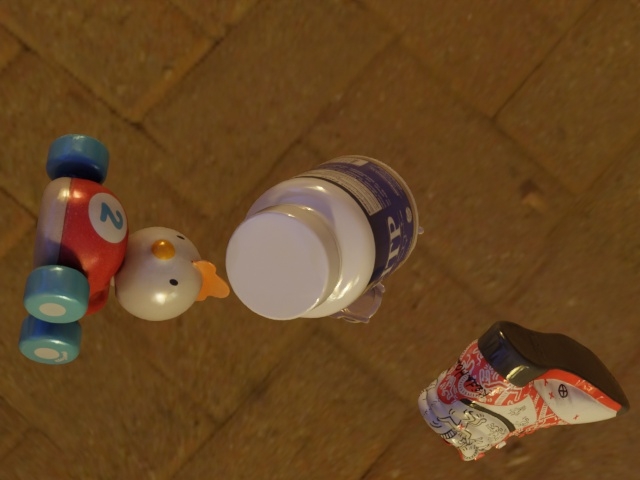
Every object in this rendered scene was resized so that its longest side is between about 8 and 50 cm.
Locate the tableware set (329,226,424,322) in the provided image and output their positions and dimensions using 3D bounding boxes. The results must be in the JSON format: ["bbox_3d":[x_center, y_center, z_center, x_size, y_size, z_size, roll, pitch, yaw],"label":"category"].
[{"bbox_3d":[0.045,0.016,1.824,0.141,0.020,0.169,30,84,37],"label":"tableware set"}]

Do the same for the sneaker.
[{"bbox_3d":[0.213,0.172,1.578,0.145,0.270,0.090,-44,54,20],"label":"sneaker"}]

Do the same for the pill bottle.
[{"bbox_3d":[0.000,0.000,1.174,0.112,0.186,0.112,5,104,21],"label":"pill bottle"}]

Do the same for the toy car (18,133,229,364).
[{"bbox_3d":[-0.220,0.023,1.744,0.238,0.210,0.219,9,58,-10],"label":"toy car"}]
